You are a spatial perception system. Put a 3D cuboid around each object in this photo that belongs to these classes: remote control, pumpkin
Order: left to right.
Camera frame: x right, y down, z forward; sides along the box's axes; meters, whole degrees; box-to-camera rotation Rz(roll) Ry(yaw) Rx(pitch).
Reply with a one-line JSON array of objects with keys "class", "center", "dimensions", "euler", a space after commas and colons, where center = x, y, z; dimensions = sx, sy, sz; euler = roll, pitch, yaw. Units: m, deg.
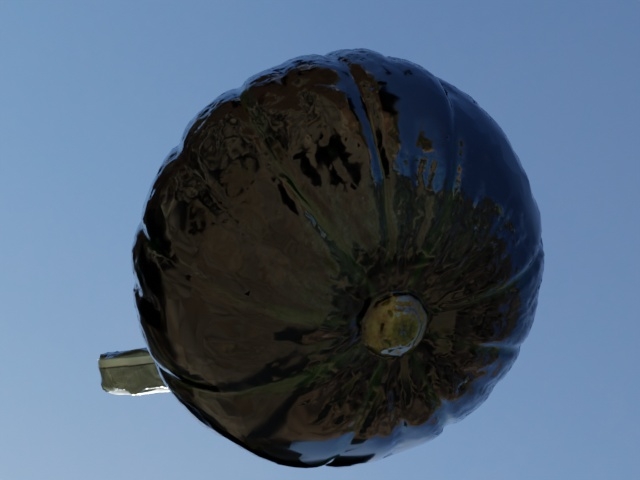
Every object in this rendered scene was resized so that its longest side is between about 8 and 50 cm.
[{"class": "remote control", "center": [-0.168, 0.139, 1.621], "dimensions": [0.104, 0.247, 0.052], "euler": [-6, -94, 12]}, {"class": "pumpkin", "center": [0.000, 0.000, 0.888], "dimensions": [0.248, 0.248, 0.248], "euler": [5, -83, 46]}]
